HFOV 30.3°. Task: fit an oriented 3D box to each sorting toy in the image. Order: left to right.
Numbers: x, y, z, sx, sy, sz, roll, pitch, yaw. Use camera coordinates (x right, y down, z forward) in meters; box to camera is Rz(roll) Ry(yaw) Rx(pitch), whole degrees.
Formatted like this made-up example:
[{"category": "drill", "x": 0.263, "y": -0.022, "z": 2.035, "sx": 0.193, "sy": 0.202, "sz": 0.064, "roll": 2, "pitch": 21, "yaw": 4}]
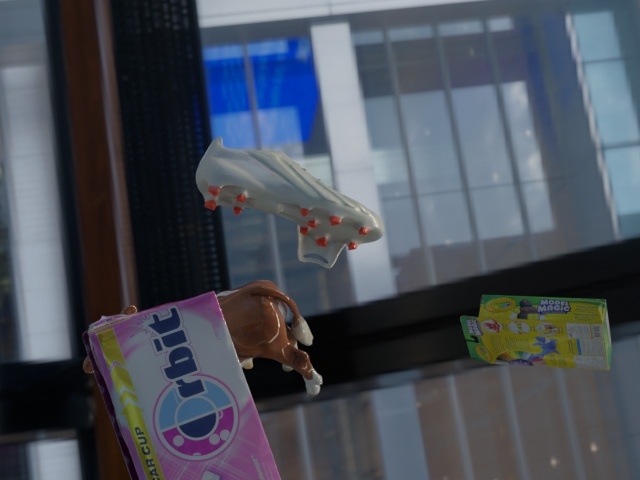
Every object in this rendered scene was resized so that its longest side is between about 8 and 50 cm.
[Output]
[{"category": "sorting toy", "x": 0.000, "y": 0.000, "z": 1.742, "sx": 0.045, "sy": 0.083, "sz": 0.075, "roll": 131, "pitch": -25, "yaw": -82}]

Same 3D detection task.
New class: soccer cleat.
[{"category": "soccer cleat", "x": -0.026, "y": -0.050, "z": 1.174, "sx": 0.068, "sy": 0.196, "sz": 0.076, "roll": 123, "pitch": -19, "yaw": -58}]

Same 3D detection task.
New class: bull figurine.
[{"category": "bull figurine", "x": -0.147, "y": 0.143, "z": 1.477, "sx": 0.188, "sy": 0.310, "sz": 0.101, "roll": 48, "pitch": 38, "yaw": -32}]

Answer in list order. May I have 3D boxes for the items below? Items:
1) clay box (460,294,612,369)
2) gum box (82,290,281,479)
[{"category": "clay box", "x": 0.339, "y": 0.144, "z": 1.859, "sx": 0.127, "sy": 0.222, "sz": 0.053, "roll": 70, "pitch": 30, "yaw": -46}, {"category": "gum box", "x": -0.113, "y": 0.138, "z": 0.962, "sx": 0.062, "sy": 0.107, "sz": 0.188, "roll": 149, "pitch": -78, "yaw": -71}]
